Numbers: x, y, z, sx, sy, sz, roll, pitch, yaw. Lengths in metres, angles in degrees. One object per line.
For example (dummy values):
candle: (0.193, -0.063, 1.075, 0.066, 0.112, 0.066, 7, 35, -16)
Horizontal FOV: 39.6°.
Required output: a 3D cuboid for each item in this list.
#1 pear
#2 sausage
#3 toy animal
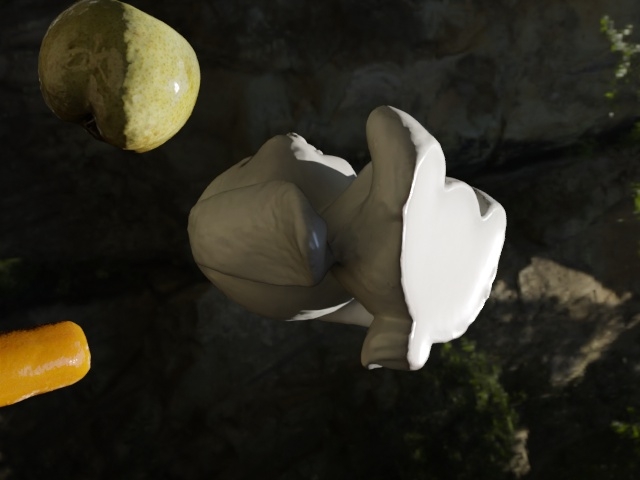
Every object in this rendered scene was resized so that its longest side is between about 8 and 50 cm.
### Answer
pear: (-0.208, -0.167, 0.913, 0.137, 0.167, 0.167, -64, -156, -7)
sausage: (-0.417, 0.170, 1.178, 0.098, 0.238, 0.098, 9, -77, 41)
toy animal: (0.000, 0.000, 0.798, 0.265, 0.271, 0.206, 8, -102, 31)
